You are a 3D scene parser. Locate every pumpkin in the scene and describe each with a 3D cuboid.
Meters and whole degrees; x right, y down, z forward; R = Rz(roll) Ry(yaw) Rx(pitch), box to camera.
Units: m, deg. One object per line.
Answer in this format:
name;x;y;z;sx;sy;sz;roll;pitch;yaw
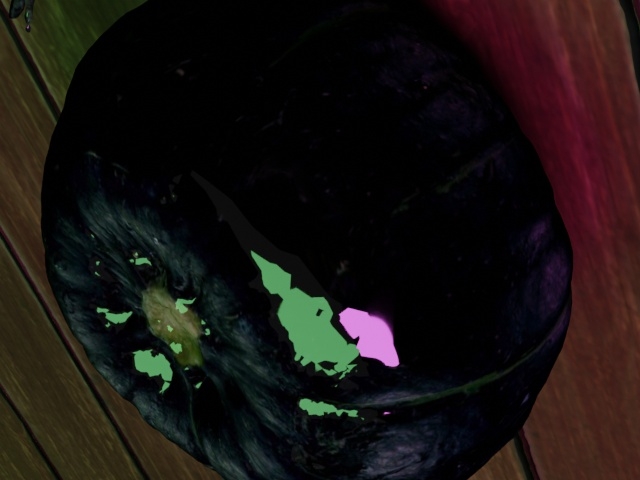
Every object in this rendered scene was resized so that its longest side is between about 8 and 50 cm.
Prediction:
pumpkin;0.000;0.000;0.876;0.315;0.238;0.315;23;128;33

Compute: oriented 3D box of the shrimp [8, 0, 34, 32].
shrimp;-0.156;-0.246;0.832;0.372;0.137;0.172;-42;61;51
